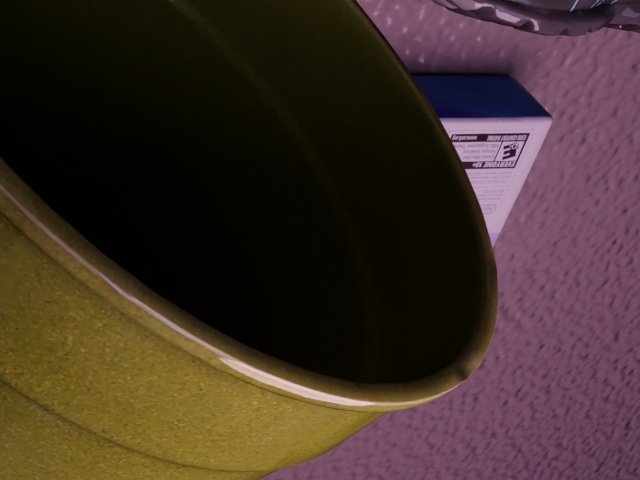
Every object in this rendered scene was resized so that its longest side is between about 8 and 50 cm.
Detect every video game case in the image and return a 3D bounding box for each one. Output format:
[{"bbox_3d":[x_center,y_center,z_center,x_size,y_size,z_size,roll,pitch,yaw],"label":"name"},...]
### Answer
[{"bbox_3d":[0.000,0.000,0.944,0.269,0.061,0.244,-3,130,-31],"label":"video game case"}]

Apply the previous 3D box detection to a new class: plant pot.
[{"bbox_3d":[-0.167,0.017,0.660,0.366,0.366,0.353,20,128,-44],"label":"plant pot"}]

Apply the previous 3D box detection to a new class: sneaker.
[{"bbox_3d":[0.177,-0.186,0.872,0.267,0.101,0.106,-4,111,-31],"label":"sneaker"}]
